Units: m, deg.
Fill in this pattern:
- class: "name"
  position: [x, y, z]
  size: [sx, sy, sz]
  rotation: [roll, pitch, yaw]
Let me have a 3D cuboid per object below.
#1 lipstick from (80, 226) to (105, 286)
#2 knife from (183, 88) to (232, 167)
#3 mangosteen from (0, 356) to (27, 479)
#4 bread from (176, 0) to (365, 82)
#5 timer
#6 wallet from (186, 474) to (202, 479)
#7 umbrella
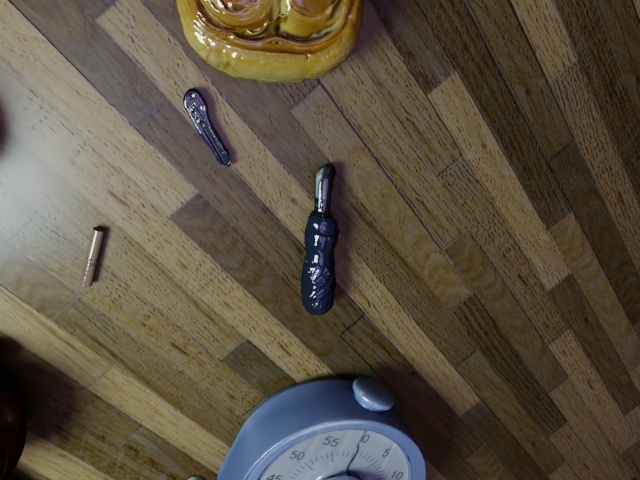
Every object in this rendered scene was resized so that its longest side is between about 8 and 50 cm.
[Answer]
- class: "lipstick"
  position: [-0.346, 0.025, 0.665]
  size: [0.018, 0.019, 0.094]
  rotation: [15, 106, -19]
- class: "knife"
  position: [-0.163, -0.162, 0.641]
  size: [0.031, 0.018, 0.121]
  rotation: [-28, 116, -1]
- class: "mangosteen"
  position: [-0.539, 0.257, 0.619]
  size: [0.215, 0.215, 0.258]
  rotation: [-1, 76, -14]
- class: "bread"
  position: [-0.060, -0.305, 0.557]
  size: [0.235, 0.120, 0.199]
  rotation: [-1, 109, -13]
- class: "timer"
  position: [0.021, 0.436, 0.831]
  size: [0.394, 0.173, 0.395]
  rotation: [-4, 111, -11]
- class: "wallet"
  position: [-0.326, 0.625, 0.873]
  size: [0.309, 0.077, 0.223]
  rotation: [-29, 115, 1]
- class: "umbrella"
  position: [-0.005, 0.001, 0.723]
  size: [0.070, 0.071, 0.249]
  rotation: [-4, 107, -13]
